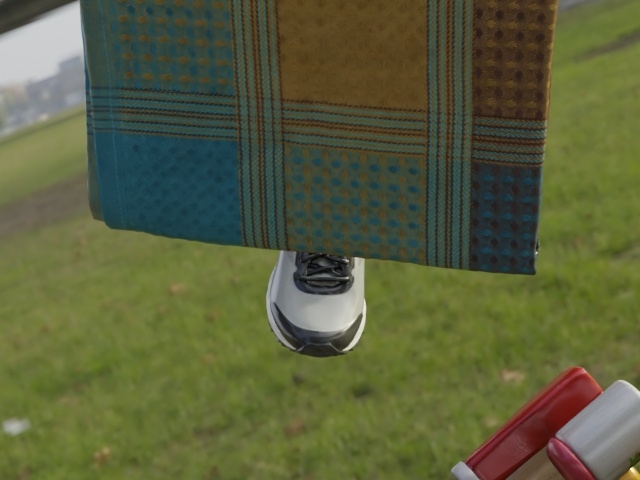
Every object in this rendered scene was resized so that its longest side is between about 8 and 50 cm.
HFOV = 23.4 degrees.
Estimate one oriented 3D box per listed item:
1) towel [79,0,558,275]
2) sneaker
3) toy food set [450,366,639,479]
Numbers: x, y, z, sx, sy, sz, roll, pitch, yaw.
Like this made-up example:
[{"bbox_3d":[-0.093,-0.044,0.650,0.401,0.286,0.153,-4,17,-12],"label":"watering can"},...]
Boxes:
[{"bbox_3d":[-0.007,-0.114,1.197,0.370,0.271,0.040,6,25,11],"label":"towel"},{"bbox_3d":[0.000,0.000,1.541,0.100,0.108,0.271,3,50,1],"label":"sneaker"},{"bbox_3d":[0.144,0.146,0.874,0.104,0.111,0.232,-39,0,-6],"label":"toy food set"}]
